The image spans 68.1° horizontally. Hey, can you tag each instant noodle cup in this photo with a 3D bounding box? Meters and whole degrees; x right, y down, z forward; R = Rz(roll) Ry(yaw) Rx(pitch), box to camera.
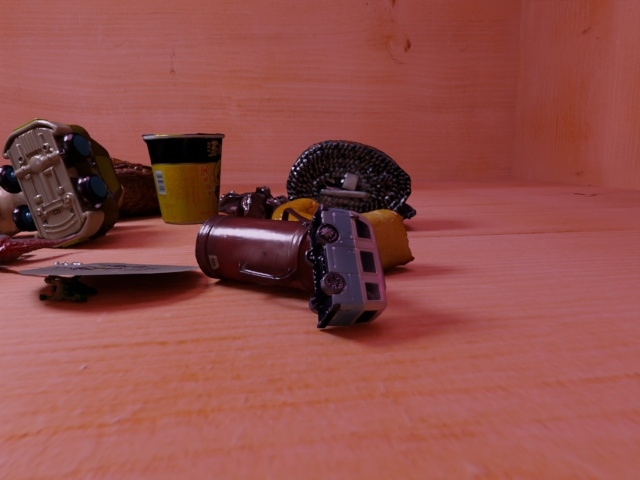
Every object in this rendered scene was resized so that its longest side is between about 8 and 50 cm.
[{"bbox_3d":[-0.358,-0.169,1.269,0.215,0.236,0.215,-1,10,0],"label":"instant noodle cup"}]

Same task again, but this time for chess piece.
[{"bbox_3d":[-0.608,-0.077,1.087,0.300,0.137,0.137,-10,14,-38],"label":"chess piece"}]

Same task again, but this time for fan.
[{"bbox_3d":[-0.368,0.037,0.691,0.414,0.012,0.233,0,-1,21],"label":"fan"}]

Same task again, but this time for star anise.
[{"bbox_3d":[-0.174,-0.101,1.277,0.214,0.099,0.220,3,6,-34],"label":"star anise"}]

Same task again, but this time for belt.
[{"bbox_3d":[0.070,-0.131,1.115,0.294,0.207,0.160,0,13,-1],"label":"belt"}]

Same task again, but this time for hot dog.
[{"bbox_3d":[-0.613,-0.152,1.367,0.267,0.174,0.387,12,15,41],"label":"hot dog"}]

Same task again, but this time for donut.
[{"bbox_3d":[0.001,0.002,0.741,0.259,0.101,0.152,12,22,37],"label":"donut"}]

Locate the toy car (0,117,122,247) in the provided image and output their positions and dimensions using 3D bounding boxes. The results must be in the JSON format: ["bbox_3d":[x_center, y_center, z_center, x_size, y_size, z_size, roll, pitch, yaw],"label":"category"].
[{"bbox_3d":[-0.510,-0.119,0.992,0.204,0.248,0.198,-19,3,16],"label":"toy car"}]

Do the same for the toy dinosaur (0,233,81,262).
[{"bbox_3d":[-0.535,0.012,0.802,0.242,0.053,0.167,-3,10,-32],"label":"toy dinosaur"}]

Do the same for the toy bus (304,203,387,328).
[{"bbox_3d":[0.027,0.026,0.502,0.074,0.123,0.060,4,-33,-16],"label":"toy bus"}]

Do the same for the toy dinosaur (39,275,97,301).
[{"bbox_3d":[-0.324,0.062,0.623,0.060,0.029,0.119,13,2,-14],"label":"toy dinosaur"}]

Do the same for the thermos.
[{"bbox_3d":[-0.052,0.019,0.615,0.232,0.099,0.124,6,26,34],"label":"thermos"}]
